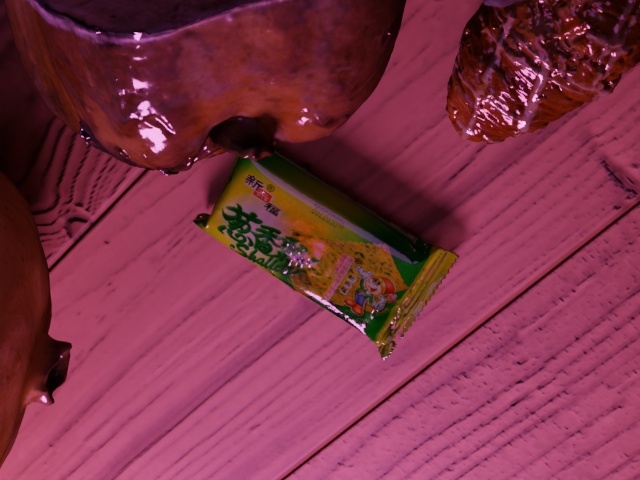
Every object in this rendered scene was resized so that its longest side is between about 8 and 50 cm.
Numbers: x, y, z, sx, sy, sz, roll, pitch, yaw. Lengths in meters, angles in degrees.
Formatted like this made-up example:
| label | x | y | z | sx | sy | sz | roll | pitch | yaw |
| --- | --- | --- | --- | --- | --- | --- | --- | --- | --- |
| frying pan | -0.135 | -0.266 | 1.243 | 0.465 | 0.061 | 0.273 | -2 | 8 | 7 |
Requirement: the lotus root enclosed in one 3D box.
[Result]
| label | x | y | z | sx | sy | sz | roll | pitch | yaw |
| --- | --- | --- | --- | --- | --- | --- | --- | --- | --- |
| lotus root | -0.063 | -0.142 | 1.003 | 0.272 | 0.272 | 0.192 | 9 | 130 | 17 |

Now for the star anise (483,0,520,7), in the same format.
| label | x | y | z | sx | sy | sz | roll | pitch | yaw |
| --- | --- | --- | --- | --- | --- | --- | --- | --- | --- |
| star anise | 0.195 | -0.256 | 0.883 | 0.332 | 0.117 | 0.331 | 2 | 97 | 15 |

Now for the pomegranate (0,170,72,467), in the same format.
| label | x | y | z | sx | sy | sz | roll | pitch | yaw |
| --- | --- | --- | --- | --- | --- | --- | --- | --- | --- |
| pomegranate | -0.340 | 0.071 | 1.179 | 0.333 | 0.332 | 0.332 | 10 | 121 | 16 |

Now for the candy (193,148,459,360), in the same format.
| label | x | y | z | sx | sy | sz | roll | pitch | yaw |
| --- | --- | --- | --- | --- | --- | --- | --- | --- | --- |
| candy | 0.000 | 0.000 | 1.170 | 0.178 | 0.032 | 0.102 | 33 | 124 | 1 |

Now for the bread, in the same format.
| label | x | y | z | sx | sy | sz | roll | pitch | yaw |
| --- | --- | --- | --- | --- | --- | --- | --- | --- | --- |
| bread | 0.151 | -0.134 | 1.011 | 0.105 | 0.076 | 0.233 | 38 | 126 | 0 |
